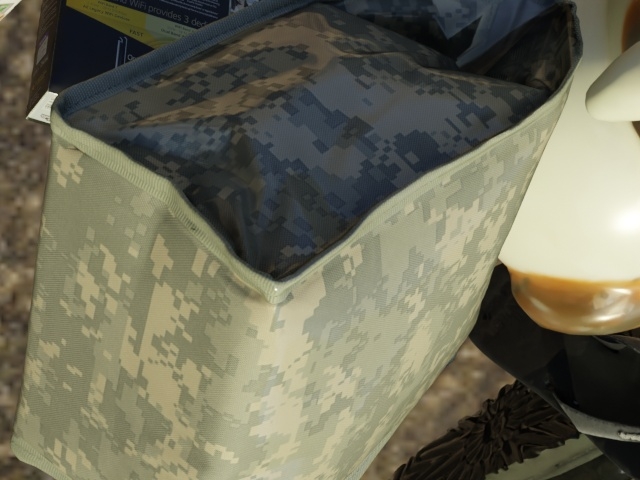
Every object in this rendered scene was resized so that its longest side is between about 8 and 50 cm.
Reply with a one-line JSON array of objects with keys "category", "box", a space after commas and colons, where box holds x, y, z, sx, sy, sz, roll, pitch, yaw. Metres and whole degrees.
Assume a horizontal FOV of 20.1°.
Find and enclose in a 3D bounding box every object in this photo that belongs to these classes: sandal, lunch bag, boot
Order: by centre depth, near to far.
[{"category": "lunch bag", "box": [0.000, 0.000, 0.913, 0.287, 0.169, 0.235, -32, 149, -39]}, {"category": "sandal", "box": [0.199, 0.099, 1.217, 0.097, 0.254, 0.054, -61, 153, -1]}, {"category": "boot", "box": [0.231, 0.224, 1.432, 0.260, 0.348, 0.131, 39, 42, -14]}]

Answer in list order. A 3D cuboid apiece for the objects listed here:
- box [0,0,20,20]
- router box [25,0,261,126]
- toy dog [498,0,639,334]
[{"category": "box", "box": [-0.298, -0.184, 1.335, 0.207, 0.114, 0.036, -21, 80, -49]}, {"category": "router box", "box": [-0.178, -0.222, 2.132, 0.308, 0.081, 0.243, 16, 62, -23]}, {"category": "toy dog", "box": [0.239, -0.077, 0.980, 0.395, 0.408, 0.285, -33, 96, -33]}]
